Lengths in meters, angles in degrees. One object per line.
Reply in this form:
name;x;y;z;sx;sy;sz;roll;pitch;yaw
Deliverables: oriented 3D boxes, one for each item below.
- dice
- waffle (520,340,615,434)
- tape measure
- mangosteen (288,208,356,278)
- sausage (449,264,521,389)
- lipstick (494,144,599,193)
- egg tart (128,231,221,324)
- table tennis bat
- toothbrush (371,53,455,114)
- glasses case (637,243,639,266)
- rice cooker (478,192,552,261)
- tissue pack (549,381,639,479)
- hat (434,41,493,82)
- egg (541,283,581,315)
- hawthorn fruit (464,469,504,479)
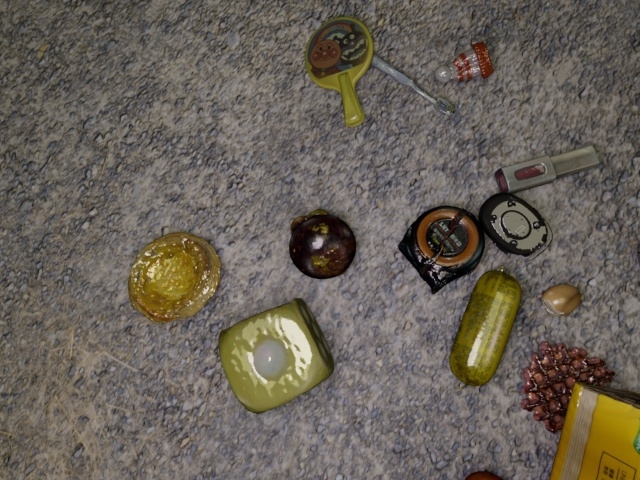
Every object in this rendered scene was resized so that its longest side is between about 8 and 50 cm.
dice;-0.112;0.298;1.089;0.238;0.233;0.226;-26;80;3
waffle;0.639;0.390;1.073;0.221;0.055;0.234;21;81;9
tape measure;0.339;0.013;1.132;0.223;0.135;0.202;-37;69;-2
mangosteen;0.000;0.000;1.164;0.192;0.192;0.217;-24;41;3
sausage;0.435;0.232;1.087;0.123;0.123;0.347;21;85;10
lipstick;0.632;-0.197;1.155;0.253;0.077;0.078;-15;81;4
egg tart;-0.427;0.116;1.225;0.291;0.107;0.290;-2;76;7
table tennis bat;0.068;-0.529;1.286;0.224;0.054;0.368;-14;80;16
toothbrush;0.244;-0.511;1.274;0.413;0.042;0.035;39;88;13
glasses case;1.021;0.028;1.066;0.355;0.085;0.137;-10;79;5
rice cooker;0.527;-0.039;1.116;0.203;0.118;0.142;46;104;9
tissue pack;0.683;0.538;0.901;0.293;0.228;0.381;16;89;-25
hat;0.427;-0.523;1.239;0.163;0.094;0.112;-19;69;22
egg;0.645;0.156;1.095;0.096;0.080;0.080;-34;79;3
hawthorn fruit;0.432;0.673;0.995;0.202;0.185;0.185;20;84;-5
